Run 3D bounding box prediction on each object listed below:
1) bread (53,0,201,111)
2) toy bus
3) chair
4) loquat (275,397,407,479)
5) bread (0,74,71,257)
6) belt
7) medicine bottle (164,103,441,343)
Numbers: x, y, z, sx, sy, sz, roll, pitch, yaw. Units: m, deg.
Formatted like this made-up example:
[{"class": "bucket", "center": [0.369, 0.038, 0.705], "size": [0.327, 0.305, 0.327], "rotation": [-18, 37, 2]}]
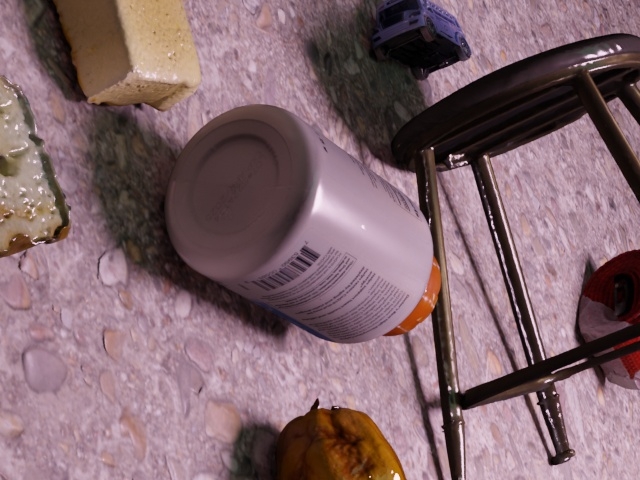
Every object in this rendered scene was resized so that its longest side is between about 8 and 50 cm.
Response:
[{"class": "bread", "center": [-0.172, -0.206, 1.503], "size": [0.125, 0.068, 0.188], "rotation": [-2, 74, -64]}, {"class": "toy bus", "center": [0.114, -0.245, 2.101], "size": [0.167, 0.073, 0.076], "rotation": [16, 55, -64]}, {"class": "chair", "center": [0.285, 0.017, 1.947], "size": [0.362, 0.365, 0.410], "rotation": [-2, 69, -63]}, {"class": "loquat", "center": [0.019, 0.204, 1.537], "size": [0.137, 0.113, 0.137], "rotation": [38, 30, -28]}, {"class": "bread", "center": [-0.254, -0.046, 1.210], "size": [0.232, 0.088, 0.128], "rotation": [-16, 95, -71]}, {"class": "belt", "center": [0.431, 0.113, 2.407], "size": [0.124, 0.128, 0.201], "rotation": [57, 27, -23]}, {"class": "medicine bottle", "center": [0.000, 0.000, 1.592], "size": [0.289, 0.157, 0.157], "rotation": [33, 44, -53]}]
